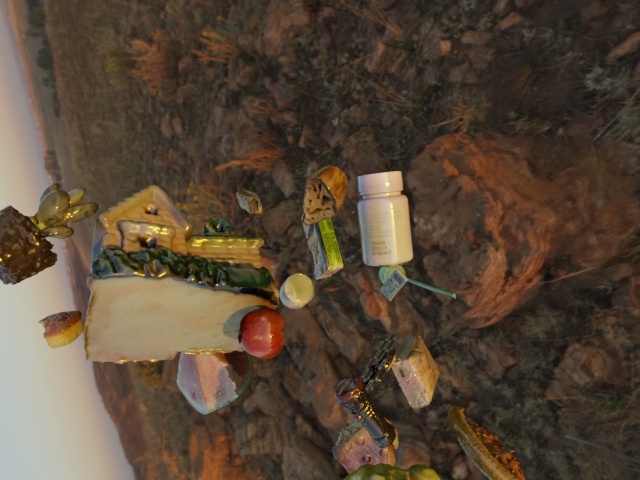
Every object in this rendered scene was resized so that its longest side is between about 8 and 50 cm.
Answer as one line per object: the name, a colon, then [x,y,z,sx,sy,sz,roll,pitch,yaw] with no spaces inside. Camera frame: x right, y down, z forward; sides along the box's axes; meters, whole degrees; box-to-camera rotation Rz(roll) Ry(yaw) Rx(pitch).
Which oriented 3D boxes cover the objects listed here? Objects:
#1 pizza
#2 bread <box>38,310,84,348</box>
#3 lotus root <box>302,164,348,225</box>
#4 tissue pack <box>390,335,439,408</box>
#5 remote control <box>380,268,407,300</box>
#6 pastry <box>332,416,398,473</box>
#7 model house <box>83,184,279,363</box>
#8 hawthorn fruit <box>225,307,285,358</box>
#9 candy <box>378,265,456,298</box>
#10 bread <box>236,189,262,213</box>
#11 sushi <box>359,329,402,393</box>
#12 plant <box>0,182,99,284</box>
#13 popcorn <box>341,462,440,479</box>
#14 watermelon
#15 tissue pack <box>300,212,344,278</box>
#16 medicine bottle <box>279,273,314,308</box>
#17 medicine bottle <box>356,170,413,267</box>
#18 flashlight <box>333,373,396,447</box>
pizza: [0.370,0.465,0.909,0.271,0.134,0.056,-111,44,-79]
bread: [-0.876,0.292,1.392,0.156,0.125,0.086,18,124,48]
lotus root: [0.020,-0.119,1.030,0.095,0.135,0.159,25,148,12]
tissue pack: [0.400,0.529,1.689,0.123,0.257,0.215,-27,88,29]
remote control: [0.277,0.169,1.547,0.061,0.029,0.162,48,142,18]
pastry: [0.155,0.698,1.382,0.100,0.229,0.218,-100,9,-80]
model house: [-0.377,0.066,1.112,0.400,0.446,0.395,-108,34,-41]
hawthorn fruit: [-0.143,0.225,0.989,0.125,0.140,0.125,-9,77,44]
candy: [0.407,0.179,1.758,0.440,0.119,0.119,16,116,60]
bread: [-0.256,-0.140,1.469,0.132,0.053,0.074,25,132,53]
sushi: [0.218,0.475,1.513,0.043,0.279,0.192,38,146,1]
plant: [-0.653,-0.026,0.954,0.146,0.274,0.149,37,134,-12]
popcorn: [0.129,0.556,0.778,0.242,0.235,0.250,-7,75,18]
watermelon: [-0.404,0.464,1.405,0.293,0.250,0.283,39,178,-21]
tissue pack: [0.000,0.000,1.366,0.173,0.073,0.235,133,125,-70]
medicine bottle: [-0.110,0.236,1.879,0.147,0.147,0.143,67,157,13]
medicine bottle: [0.264,-0.088,1.698,0.213,0.214,0.378,3,101,57]
flashlight: [0.127,0.485,1.143,0.232,0.093,0.093,57,152,-15]
